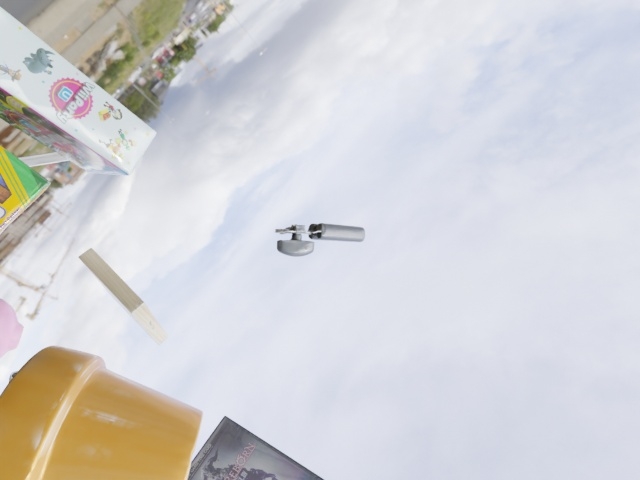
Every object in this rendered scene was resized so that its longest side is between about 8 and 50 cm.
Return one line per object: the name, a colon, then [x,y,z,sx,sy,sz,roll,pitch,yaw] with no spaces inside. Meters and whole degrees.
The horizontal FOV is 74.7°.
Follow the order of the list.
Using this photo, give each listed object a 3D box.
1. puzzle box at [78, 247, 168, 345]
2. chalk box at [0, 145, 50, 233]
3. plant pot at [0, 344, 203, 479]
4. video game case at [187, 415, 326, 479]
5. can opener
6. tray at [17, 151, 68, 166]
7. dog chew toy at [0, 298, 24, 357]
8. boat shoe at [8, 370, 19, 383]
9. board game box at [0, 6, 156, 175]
puzzle box: [-0.679,0.213,1.479,0.052,0.272,0.409,-44,167,-26]
chalk box: [-0.606,-0.112,0.624,0.180,0.289,0.179,1,-128,50]
plant pot: [-0.239,0.240,0.464,0.205,0.187,0.205,-164,-90,-79]
video game case: [-0.125,0.481,0.773,0.274,0.026,0.196,27,-133,13]
can opener: [0.000,0.000,1.163,0.076,0.283,0.095,1,-92,55]
tray: [-0.884,-0.228,1.228,0.270,0.030,0.145,-22,-158,-37]
dog chew toy: [-0.694,0.134,0.698,0.206,0.331,0.207,-37,-136,46]
boat shoe: [-0.891,0.450,1.344,0.066,0.184,0.063,-88,-158,-47]
board game box: [-0.463,-0.234,0.692,0.223,0.303,0.098,10,-111,44]
